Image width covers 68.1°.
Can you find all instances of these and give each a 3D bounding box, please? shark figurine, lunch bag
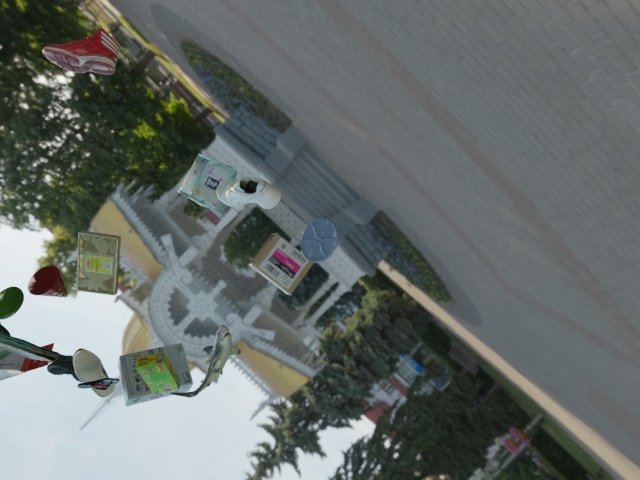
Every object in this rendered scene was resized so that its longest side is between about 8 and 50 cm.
[{"bbox_3d":[-0.389,0.425,1.645,0.116,0.278,0.166,22,166,28],"label":"shark figurine"},{"bbox_3d":[-0.511,-0.264,2.206,0.262,0.223,0.160,26,177,44],"label":"lunch bag"}]

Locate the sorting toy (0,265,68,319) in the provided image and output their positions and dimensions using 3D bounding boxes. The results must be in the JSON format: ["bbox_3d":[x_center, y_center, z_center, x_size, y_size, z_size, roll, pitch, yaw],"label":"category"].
[{"bbox_3d":[-1.072,0.236,1.712,0.127,0.365,0.126,55,174,36],"label":"sorting toy"}]

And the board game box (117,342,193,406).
[{"bbox_3d":[-0.798,0.643,2.289,0.303,0.097,0.224,-5,-125,-33],"label":"board game box"}]

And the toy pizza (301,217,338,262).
[{"bbox_3d":[0.000,0.000,2.049,0.201,0.201,0.032,42,-167,37],"label":"toy pizza"}]

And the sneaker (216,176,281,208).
[{"bbox_3d":[-0.294,-0.200,1.802,0.305,0.114,0.152,4,159,35],"label":"sneaker"}]

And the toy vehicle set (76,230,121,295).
[{"bbox_3d":[-0.954,0.099,2.037,0.166,0.267,0.035,9,-165,-4],"label":"toy vehicle set"}]

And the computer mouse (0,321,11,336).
[{"bbox_3d":[-1.302,0.395,1.858,0.262,0.060,0.184,46,157,58],"label":"computer mouse"}]

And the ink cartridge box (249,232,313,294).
[{"bbox_3d":[-0.182,0.109,2.206,0.234,0.193,0.088,39,166,-13],"label":"ink cartridge box"}]

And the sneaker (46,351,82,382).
[{"bbox_3d":[-1.246,0.638,2.406,0.267,0.101,0.106,39,-164,-43],"label":"sneaker"}]

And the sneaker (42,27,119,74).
[{"bbox_3d":[-0.727,-0.593,1.464,0.221,0.128,0.087,12,161,-4],"label":"sneaker"}]

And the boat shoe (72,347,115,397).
[{"bbox_3d":[-1.077,0.612,2.227,0.096,0.116,0.324,28,144,37],"label":"boat shoe"}]

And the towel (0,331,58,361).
[{"bbox_3d":[-0.995,0.275,1.400,0.271,0.040,0.370,-10,143,44],"label":"towel"}]

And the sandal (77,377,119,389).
[{"bbox_3d":[-0.972,0.638,2.077,0.067,0.179,0.040,88,171,-55],"label":"sandal"}]

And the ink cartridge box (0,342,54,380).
[{"bbox_3d":[-1.168,0.456,1.829,0.181,0.224,0.056,-138,33,-62],"label":"ink cartridge box"}]

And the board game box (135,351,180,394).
[{"bbox_3d":[-0.556,0.459,1.629,0.043,0.092,0.181,-106,7,-45],"label":"board game box"}]
